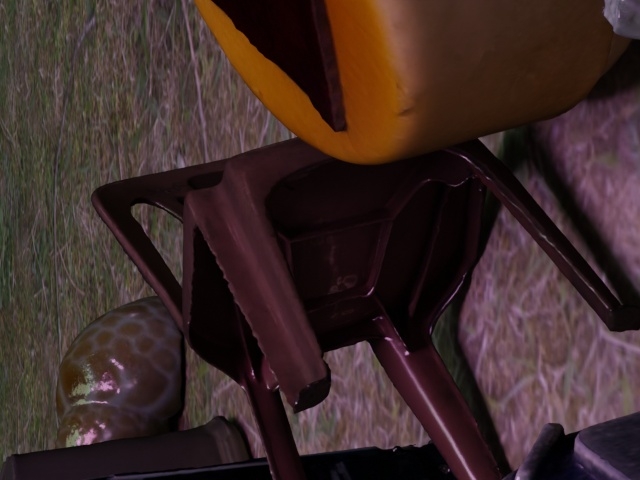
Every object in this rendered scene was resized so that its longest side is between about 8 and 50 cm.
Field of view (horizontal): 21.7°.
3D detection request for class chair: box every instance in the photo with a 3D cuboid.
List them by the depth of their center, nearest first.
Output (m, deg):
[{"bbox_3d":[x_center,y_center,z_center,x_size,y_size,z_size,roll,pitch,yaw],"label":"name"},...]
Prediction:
[{"bbox_3d":[0.000,0.000,0.868,0.183,0.176,0.326,97,152,-44],"label":"chair"}]

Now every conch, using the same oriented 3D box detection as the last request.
[{"bbox_3d":[-0.173,0.128,1.405,0.116,0.106,0.173,28,105,44],"label":"conch"}]

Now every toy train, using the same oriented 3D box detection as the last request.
[{"bbox_3d":[-0.034,0.146,0.876,0.052,0.234,0.051,-123,35,-51],"label":"toy train"}]

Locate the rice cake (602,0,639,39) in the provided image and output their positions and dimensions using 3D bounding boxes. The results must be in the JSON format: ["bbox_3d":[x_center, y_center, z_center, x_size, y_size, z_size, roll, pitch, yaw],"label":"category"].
[{"bbox_3d":[0.122,-0.174,0.584,0.033,0.033,0.207,-109,20,-76],"label":"rice cake"}]

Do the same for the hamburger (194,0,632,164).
[{"bbox_3d":[0.027,-0.177,0.719,0.300,0.176,0.300,50,162,23],"label":"hamburger"}]

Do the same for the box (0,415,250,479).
[{"bbox_3d":[-0.125,0.266,1.189,0.138,0.178,0.274,110,150,-44],"label":"box"}]

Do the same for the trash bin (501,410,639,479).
[{"bbox_3d":[0.160,0.165,0.515,0.162,0.184,0.234,-144,44,-63],"label":"trash bin"}]
